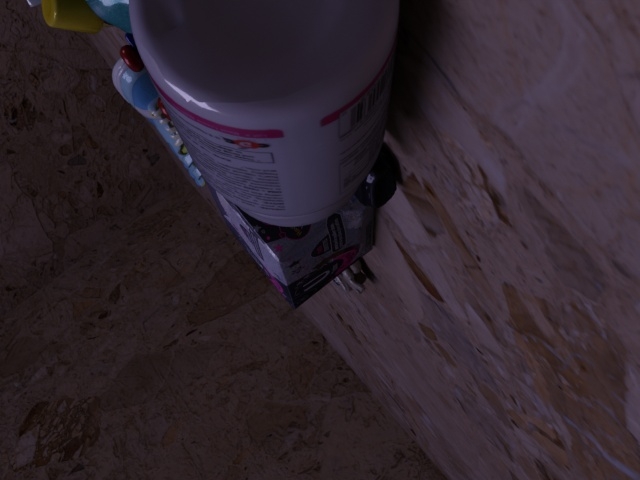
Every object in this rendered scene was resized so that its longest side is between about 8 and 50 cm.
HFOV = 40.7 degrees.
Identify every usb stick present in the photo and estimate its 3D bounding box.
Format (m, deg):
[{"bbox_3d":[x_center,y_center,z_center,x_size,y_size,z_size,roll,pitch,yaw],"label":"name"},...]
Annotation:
[{"bbox_3d":[-0.022,-0.141,0.872,0.278,0.045,0.077,49,164,27],"label":"usb stick"}]

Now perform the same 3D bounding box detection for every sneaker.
[{"bbox_3d":[-0.234,-0.209,1.527,0.208,0.127,0.319,52,-178,20],"label":"sneaker"}]

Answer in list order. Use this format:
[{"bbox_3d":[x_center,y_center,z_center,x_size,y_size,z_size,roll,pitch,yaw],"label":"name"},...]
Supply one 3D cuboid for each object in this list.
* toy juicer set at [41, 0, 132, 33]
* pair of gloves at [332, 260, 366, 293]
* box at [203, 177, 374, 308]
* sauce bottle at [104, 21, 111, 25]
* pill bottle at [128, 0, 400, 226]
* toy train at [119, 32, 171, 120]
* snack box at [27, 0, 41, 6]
[{"bbox_3d":[-0.221,-0.336,0.955,0.329,0.090,0.209,18,112,53],"label":"toy juicer set"},{"bbox_3d":[0.000,0.000,1.392,0.204,0.042,0.240,49,174,-2],"label":"pair of gloves"},{"bbox_3d":[-0.035,-0.037,1.048,0.163,0.142,0.247,51,173,14],"label":"box"},{"bbox_3d":[-0.293,-0.362,1.231,0.111,0.111,0.344,56,167,-23],"label":"sauce bottle"},{"bbox_3d":[-0.030,-0.109,0.628,0.160,0.160,0.283,51,172,12],"label":"pill bottle"},{"bbox_3d":[-0.190,-0.227,1.301,0.248,0.105,0.143,54,-177,-17],"label":"toy train"},{"bbox_3d":[-0.454,-0.502,1.322,0.322,0.060,0.187,-112,2,-55],"label":"snack box"}]
